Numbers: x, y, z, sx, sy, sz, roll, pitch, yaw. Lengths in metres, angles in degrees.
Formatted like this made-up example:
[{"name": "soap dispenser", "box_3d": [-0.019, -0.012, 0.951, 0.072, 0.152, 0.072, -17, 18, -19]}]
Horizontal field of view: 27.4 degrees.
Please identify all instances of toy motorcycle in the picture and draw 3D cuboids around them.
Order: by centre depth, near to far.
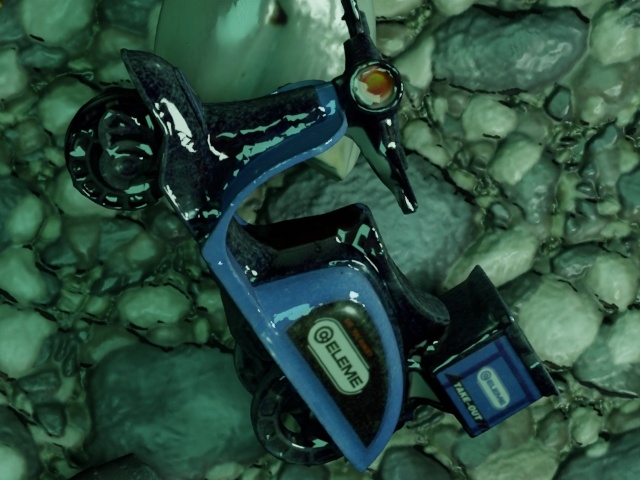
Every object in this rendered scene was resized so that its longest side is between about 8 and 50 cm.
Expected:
[{"name": "toy motorcycle", "box_3d": [0.000, 0.000, 0.858, 0.213, 0.125, 0.358, -32, 119, 4]}]

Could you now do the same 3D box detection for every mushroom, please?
[{"name": "mushroom", "box_3d": [-0.014, -0.216, 0.901, 0.159, 0.122, 0.328, 11, 96, -37]}]

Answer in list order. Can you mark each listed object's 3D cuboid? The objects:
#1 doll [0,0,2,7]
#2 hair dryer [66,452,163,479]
[{"name": "doll", "box_3d": [-0.209, -0.229, 0.915, 0.127, 0.073, 0.084, -50, 61, 6]}, {"name": "hair dryer", "box_3d": [-0.142, 0.314, 0.937, 0.235, 0.091, 0.271, -44, 102, -17]}]
